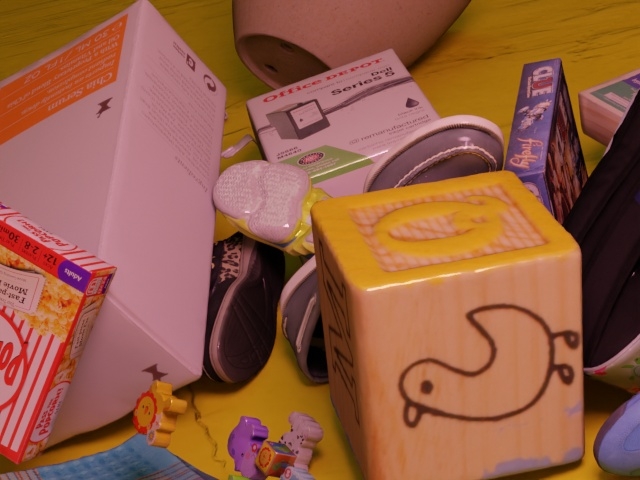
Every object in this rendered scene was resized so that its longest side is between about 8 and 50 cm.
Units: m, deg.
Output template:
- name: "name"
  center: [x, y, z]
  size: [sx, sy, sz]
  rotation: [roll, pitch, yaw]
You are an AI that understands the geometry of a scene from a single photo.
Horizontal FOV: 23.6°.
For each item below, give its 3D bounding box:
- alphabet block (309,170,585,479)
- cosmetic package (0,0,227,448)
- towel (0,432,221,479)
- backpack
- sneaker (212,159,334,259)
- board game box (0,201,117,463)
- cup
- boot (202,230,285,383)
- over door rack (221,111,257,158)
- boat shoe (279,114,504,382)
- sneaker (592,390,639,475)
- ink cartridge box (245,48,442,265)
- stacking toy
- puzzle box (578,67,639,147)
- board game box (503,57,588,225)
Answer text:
- name: "alphabet block"
  center: [0.105, 0.074, 1.294]
  size: [0.192, 0.197, 0.193]
  rotation: [-11, 25, -9]
- name: "cosmetic package"
  center: [-0.244, -0.024, 1.601]
  size: [0.230, 0.161, 0.453]
  rotation: [-26, 38, 23]
- name: "towel"
  center: [-0.228, 0.249, 1.247]
  size: [0.370, 0.040, 0.271]
  rotation: [-11, 20, -36]
- name: "backpack"
  center: [0.306, 0.012, 1.308]
  size: [0.253, 0.191, 0.225]
  rotation: [-56, 25, 15]
- name: "sneaker"
  center: [0.000, 0.000, 1.595]
  size: [0.240, 0.126, 0.091]
  rotation: [21, 64, 25]
- name: "board game box"
  center: [-0.282, 0.078, 1.367]
  size: [0.147, 0.193, 0.045]
  rotation: [28, 15, 19]
- name: "cup"
  center: [0.014, -0.314, 2.015]
  size: [0.331, 0.331, 0.237]
  rotation: [10, 65, 42]
- name: "boot"
  center: [-0.138, 0.080, 1.600]
  size: [0.178, 0.085, 0.236]
  rotation: [-15, 31, 20]
- name: "over door rack"
  center: [-0.251, -0.110, 1.971]
  size: [0.324, 0.108, 0.239]
  rotation: [-23, 29, -9]
- name: "boat shoe"
  center: [0.069, 0.016, 1.430]
  size: [0.319, 0.116, 0.099]
  rotation: [-48, 31, 34]
- name: "sneaker"
  center: [0.321, 0.146, 1.212]
  size: [0.209, 0.069, 0.082]
  rotation: [-18, 32, 0]
- name: "ink cartridge box"
  center: [0.036, -0.100, 1.772]
  size: [0.198, 0.115, 0.273]
  rotation: [-20, 28, -2]
- name: "stacking toy"
  center: [-0.040, 0.196, 1.264]
  size: [0.167, 0.052, 0.221]
  rotation: [17, 14, -35]
- name: "puzzle box"
  center: [0.479, -0.104, 1.504]
  size: [0.272, 0.052, 0.409]
  rotation: [-22, 32, -17]
- name: "board game box"
  center: [0.228, -0.055, 1.524]
  size: [0.042, 0.165, 0.243]
  rotation: [-8, 30, 18]
